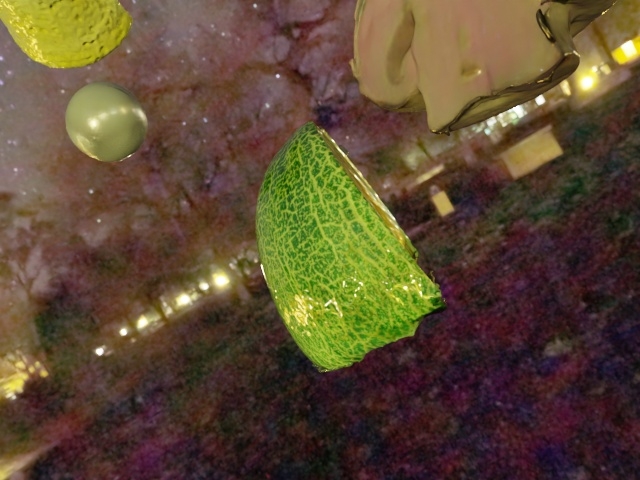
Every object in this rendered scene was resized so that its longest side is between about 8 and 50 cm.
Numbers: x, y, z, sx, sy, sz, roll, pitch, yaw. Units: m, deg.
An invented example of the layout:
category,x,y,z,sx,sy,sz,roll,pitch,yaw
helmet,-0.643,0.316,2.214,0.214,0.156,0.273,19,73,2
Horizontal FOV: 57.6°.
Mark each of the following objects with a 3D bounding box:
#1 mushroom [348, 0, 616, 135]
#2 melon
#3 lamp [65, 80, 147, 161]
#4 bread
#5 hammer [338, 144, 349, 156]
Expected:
category,x,y,z,sx,sy,sz,roll,pitch,yaw
mushroom,0.107,-0.150,0.342,0.117,0.141,0.188,-22,-2,-32
melon,0.000,0.000,0.494,0.129,0.169,0.265,-35,2,9
lamp,-0.283,-0.158,0.772,0.105,0.105,0.105,-29,2,1
bread,-0.261,-0.240,0.564,0.111,0.129,0.114,-42,-17,-13
hammer,0.072,-0.080,1.069,0.013,0.198,0.062,-23,19,-2
